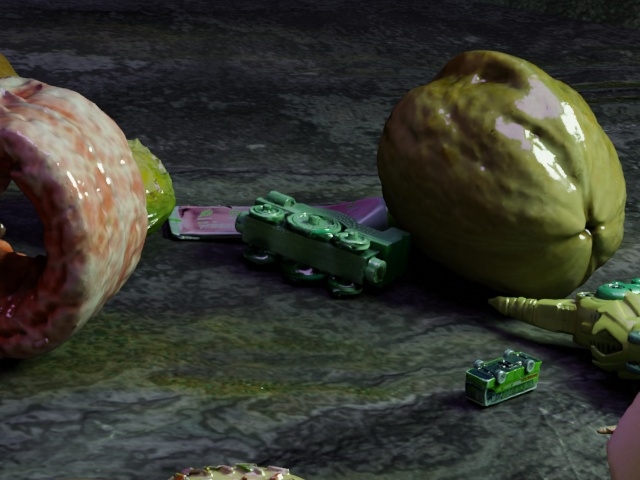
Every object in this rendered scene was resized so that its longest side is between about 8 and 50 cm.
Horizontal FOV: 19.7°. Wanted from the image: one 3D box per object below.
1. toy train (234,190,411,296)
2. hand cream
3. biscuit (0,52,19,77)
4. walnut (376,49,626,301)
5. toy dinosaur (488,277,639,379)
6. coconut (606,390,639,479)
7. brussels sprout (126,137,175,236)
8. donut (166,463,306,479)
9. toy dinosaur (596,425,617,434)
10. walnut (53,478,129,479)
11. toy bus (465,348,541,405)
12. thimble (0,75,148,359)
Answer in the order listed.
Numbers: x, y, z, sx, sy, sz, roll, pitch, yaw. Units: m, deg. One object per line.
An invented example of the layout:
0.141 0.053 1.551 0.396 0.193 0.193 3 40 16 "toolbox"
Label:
0.000 0.000 1.924 0.178 0.071 0.105 20 25 26 "toy train"
-0.030 -0.021 2.029 0.275 0.050 0.079 -1 -4 -8 "hand cream"
-0.482 -0.105 1.854 0.350 0.070 0.394 -18 4 -21 "biscuit"
0.194 -0.069 1.931 0.227 0.283 0.283 -23 33 -28 "walnut"
0.286 0.081 1.799 0.153 0.094 0.259 -7 16 -43 "toy dinosaur"
0.359 0.181 1.236 0.353 0.352 0.352 7 20 -2 "coconut"
-0.223 -0.049 1.955 0.139 0.100 0.181 17 18 -4 "brussels sprout"
-0.057 0.215 1.324 0.175 0.068 0.174 8 20 -3 "donut"
0.342 0.191 1.581 0.187 0.044 0.106 3 36 -16 "toy dinosaur"
-0.126 0.234 1.064 0.298 0.203 0.203 8 18 -21 "walnut"
0.167 0.126 1.693 0.031 0.037 0.083 25 27 38 "toy bus"
-0.279 -0.024 1.662 0.239 0.239 0.162 13 21 16 "thimble"
